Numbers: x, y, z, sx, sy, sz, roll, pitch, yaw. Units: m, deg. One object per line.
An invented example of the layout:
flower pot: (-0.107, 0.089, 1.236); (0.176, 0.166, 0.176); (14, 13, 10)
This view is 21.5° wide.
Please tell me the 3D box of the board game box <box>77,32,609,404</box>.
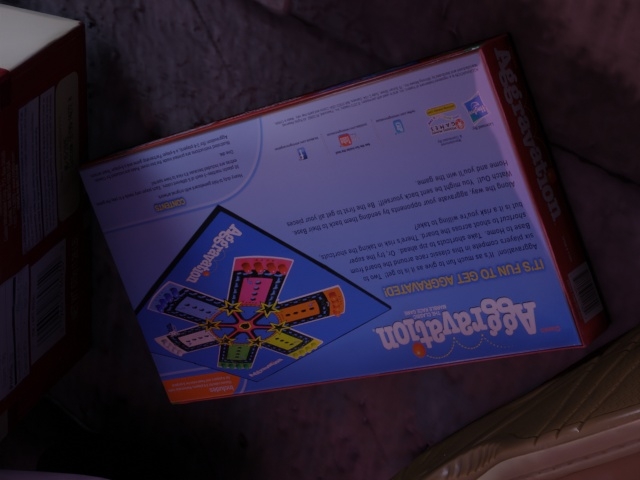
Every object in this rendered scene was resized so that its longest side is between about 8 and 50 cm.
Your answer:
board game box: (0.000, 0.000, 0.841); (0.281, 0.027, 0.145); (-12, 101, 42)

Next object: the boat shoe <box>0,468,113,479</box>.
boat shoe: (-0.220, 0.179, 0.916); (0.302, 0.094, 0.109); (-5, 120, 28)

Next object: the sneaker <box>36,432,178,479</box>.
sneaker: (-0.082, 0.220, 0.979); (0.227, 0.087, 0.130); (30, 129, 29)

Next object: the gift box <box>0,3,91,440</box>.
gift box: (-0.281, -0.008, 0.925); (0.258, 0.276, 0.255); (14, 116, 17)

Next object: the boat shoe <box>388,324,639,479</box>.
boat shoe: (0.119, 0.110, 0.755); (0.089, 0.104, 0.285); (53, 144, 0)
